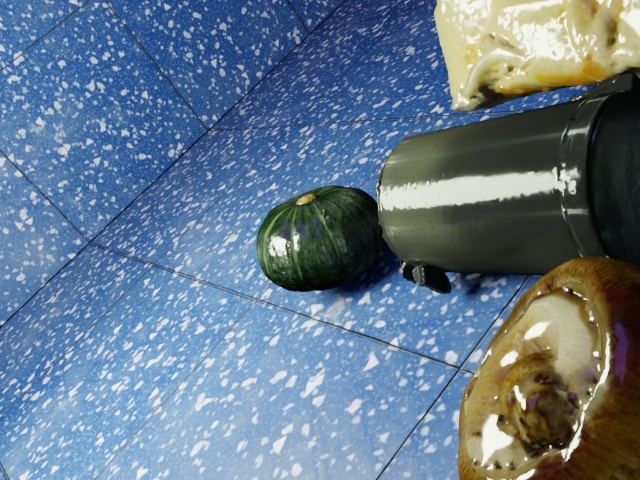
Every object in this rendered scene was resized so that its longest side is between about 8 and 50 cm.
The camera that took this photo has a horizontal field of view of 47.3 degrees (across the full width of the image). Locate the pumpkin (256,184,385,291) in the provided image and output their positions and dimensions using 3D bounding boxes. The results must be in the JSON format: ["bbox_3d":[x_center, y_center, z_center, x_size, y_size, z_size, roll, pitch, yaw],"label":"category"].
[{"bbox_3d":[0.000,-0.001,1.149,0.212,0.152,0.211,-17,10,3],"label":"pumpkin"}]

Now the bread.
[{"bbox_3d":[0.390,-0.344,0.959,0.371,0.279,0.390,-20,14,-35],"label":"bread"}]

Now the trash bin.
[{"bbox_3d":[0.241,-0.057,0.889,0.302,0.203,0.252,-4,69,50],"label":"trash bin"}]

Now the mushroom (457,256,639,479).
[{"bbox_3d":[0.216,0.138,0.630,0.253,0.153,0.253,-56,10,15],"label":"mushroom"}]
